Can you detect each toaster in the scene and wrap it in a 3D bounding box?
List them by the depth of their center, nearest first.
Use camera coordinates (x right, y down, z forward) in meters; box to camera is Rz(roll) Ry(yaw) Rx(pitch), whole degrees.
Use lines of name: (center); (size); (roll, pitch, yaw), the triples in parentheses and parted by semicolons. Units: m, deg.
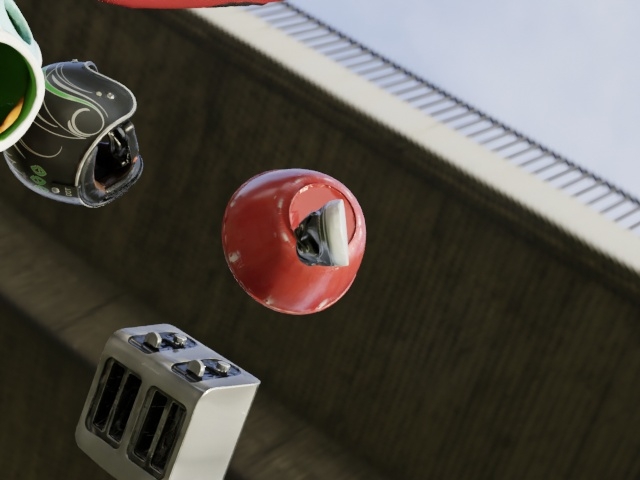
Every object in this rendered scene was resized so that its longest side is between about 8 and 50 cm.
toaster: (-0.182, 0.206, 1.717); (0.168, 0.110, 0.186); (29, -76, 35)

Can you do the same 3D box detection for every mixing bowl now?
mixing bowl: (-0.015, -0.012, 1.735); (0.181, 0.181, 0.098); (63, -30, 4)

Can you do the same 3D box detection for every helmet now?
helmet: (-0.300, -0.131, 1.759); (0.161, 0.169, 0.169); (33, -59, 23)

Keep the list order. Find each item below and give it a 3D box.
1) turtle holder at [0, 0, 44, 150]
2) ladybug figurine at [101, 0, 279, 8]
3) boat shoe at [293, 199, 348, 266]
turtle holder: (-0.413, -0.209, 1.491); (0.227, 0.243, 0.320); (25, -39, 31)
ladybug figurine: (-0.040, -0.270, 1.072); (0.449, 0.305, 0.162); (-7, -98, 6)
boat shoe: (0.000, 0.000, 1.138); (0.040, 0.142, 0.049); (-5, -98, -1)
